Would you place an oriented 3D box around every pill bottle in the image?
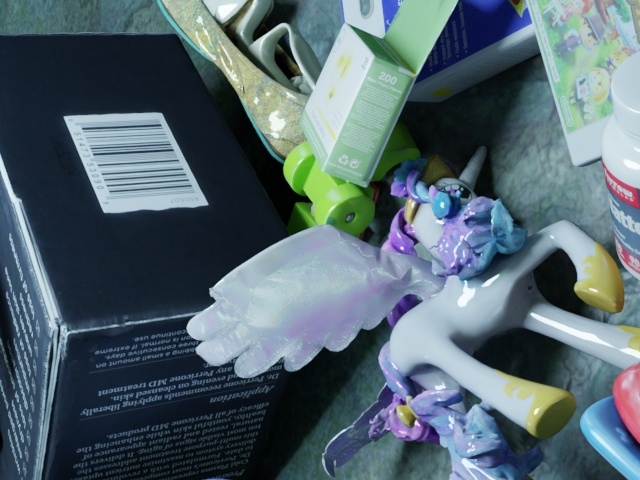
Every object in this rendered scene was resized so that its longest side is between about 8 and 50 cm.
[{"bbox_3d":[0.272,-0.056,0.823,0.107,0.180,0.108,-12,44,12],"label":"pill bottle"}]

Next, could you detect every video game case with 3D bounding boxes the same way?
[{"bbox_3d":[0.257,-0.190,0.899,0.193,0.023,0.213,-25,77,54],"label":"video game case"}]

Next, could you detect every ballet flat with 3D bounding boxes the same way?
[{"bbox_3d":[-0.083,-0.244,1.340,0.349,0.123,0.123,54,126,25],"label":"ballet flat"}]

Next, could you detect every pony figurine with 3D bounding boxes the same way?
[{"bbox_3d":[0.109,0.088,0.992,0.351,0.303,0.363,-43,42,-2],"label":"pony figurine"}]

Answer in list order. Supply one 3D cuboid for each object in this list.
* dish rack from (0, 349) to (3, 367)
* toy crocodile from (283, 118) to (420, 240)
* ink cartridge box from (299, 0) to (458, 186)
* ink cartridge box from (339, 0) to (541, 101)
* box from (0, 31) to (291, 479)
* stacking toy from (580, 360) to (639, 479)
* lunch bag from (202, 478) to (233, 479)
[{"bbox_3d":[-0.411,0.098,1.215,0.208,0.074,0.271,64,146,29],"label":"dish rack"},{"bbox_3d":[0.000,0.000,1.243,0.115,0.105,0.341,55,130,42],"label":"toy crocodile"},{"bbox_3d":[0.059,-0.188,1.057,0.171,0.056,0.235,-110,42,-66],"label":"ink cartridge box"},{"bbox_3d":[0.140,-0.312,1.132,0.307,0.072,0.304,-21,70,50],"label":"ink cartridge box"},{"bbox_3d":[-0.269,0.072,1.318,0.480,0.297,0.472,60,143,37],"label":"box"},{"bbox_3d":[0.326,0.056,0.738,0.166,0.175,0.302,42,121,38],"label":"stacking toy"},{"bbox_3d":[-0.027,0.334,0.943,0.328,0.385,0.239,164,109,-65],"label":"lunch bag"}]
